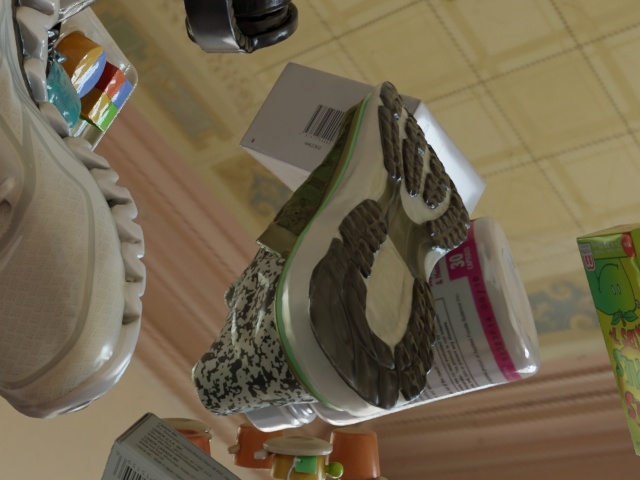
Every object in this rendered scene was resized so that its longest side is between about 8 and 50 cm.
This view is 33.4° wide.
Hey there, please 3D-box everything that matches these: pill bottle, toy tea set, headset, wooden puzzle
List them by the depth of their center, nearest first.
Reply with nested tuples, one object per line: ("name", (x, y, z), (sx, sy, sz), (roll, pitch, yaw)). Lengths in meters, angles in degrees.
("pill bottle", (0.059, 0.091, 1.051), (0.283, 0.160, 0.160), (-18, -54, 15))
("headset", (-0.116, -0.331, 1.211), (0.185, 0.394, 0.244), (2, -85, 9))
("toy tea set", (-0.081, 0.303, 1.350), (0.335, 0.124, 0.200), (3, -2, 3))
("wooden puzzle", (-0.418, -0.198, 1.696), (0.080, 0.322, 0.348), (31, -7, 15))

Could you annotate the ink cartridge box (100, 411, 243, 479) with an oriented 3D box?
("ink cartridge box", (-0.110, 0.337, 1.055), (0.275, 0.060, 0.239), (34, -53, 13))

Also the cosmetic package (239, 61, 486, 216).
("cosmetic package", (0.060, -0.100, 1.388), (0.224, 0.138, 0.224), (23, -12, 37))

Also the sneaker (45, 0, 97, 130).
("sneaker", (-0.256, -0.168, 0.940), (0.295, 0.124, 0.178), (-9, -35, 29))

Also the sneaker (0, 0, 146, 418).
("sneaker", (-0.172, -0.052, 0.508), (0.110, 0.292, 0.118), (-29, -22, 13))

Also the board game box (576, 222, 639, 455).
("board game box", (0.257, 0.077, 0.814), (0.092, 0.043, 0.181), (164, -90, -78))

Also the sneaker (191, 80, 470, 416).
("sneaker", (0.000, 0.000, 0.867), (0.182, 0.410, 0.158), (-21, -70, 25))
